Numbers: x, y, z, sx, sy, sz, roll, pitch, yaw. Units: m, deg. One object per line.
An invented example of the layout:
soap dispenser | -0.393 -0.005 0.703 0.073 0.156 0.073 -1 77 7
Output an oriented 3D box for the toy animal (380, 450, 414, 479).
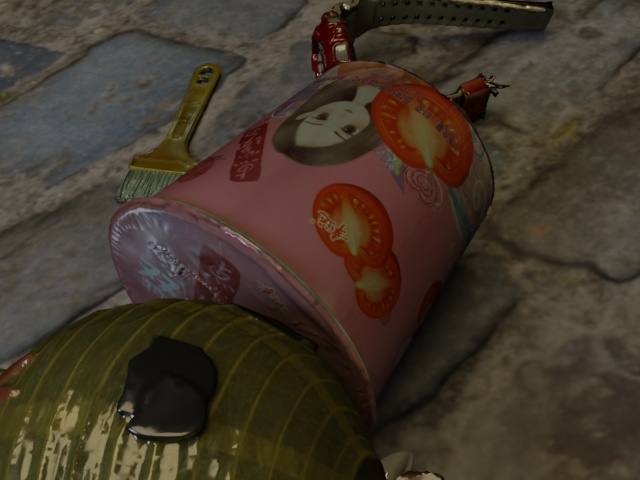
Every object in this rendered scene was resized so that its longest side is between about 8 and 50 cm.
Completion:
toy animal | 0.042 0.248 0.512 0.127 0.131 0.182 -13 53 -42

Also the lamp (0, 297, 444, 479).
lamp | -0.060 0.154 0.424 0.284 0.250 0.250 -3 52 21

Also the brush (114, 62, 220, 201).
brush | -0.153 -0.122 0.855 0.082 0.010 0.218 7 55 14

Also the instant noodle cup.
instant noodle cup | 0.000 0.000 0.613 0.243 0.243 0.231 26 54 25

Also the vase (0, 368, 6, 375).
vase | -0.234 0.266 0.492 0.165 0.165 0.360 -12 57 0

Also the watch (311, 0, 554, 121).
watch | 0.124 -0.192 0.825 0.268 0.102 0.165 0 60 -2
